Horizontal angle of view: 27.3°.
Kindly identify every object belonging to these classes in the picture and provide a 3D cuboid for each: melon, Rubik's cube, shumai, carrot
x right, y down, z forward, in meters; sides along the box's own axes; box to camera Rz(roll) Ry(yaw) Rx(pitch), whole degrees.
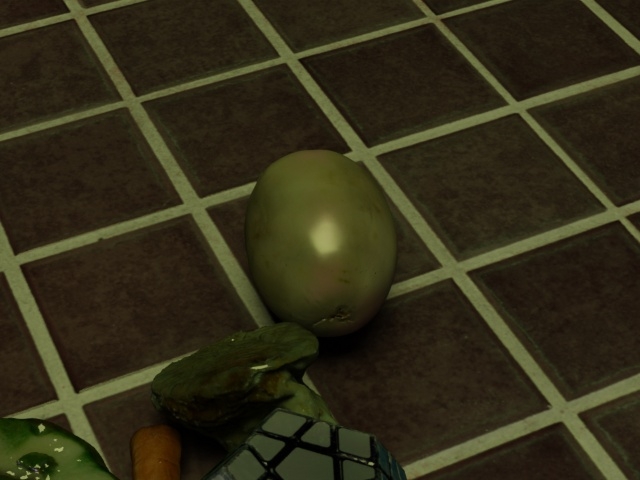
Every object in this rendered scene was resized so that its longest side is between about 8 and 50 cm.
[{"bbox_3d":[0.000,0.000,1.928,0.223,0.223,0.317,-7,42,-8],"label":"melon"},{"bbox_3d":[-0.028,0.352,1.519,0.264,0.319,0.319,-17,42,12],"label":"Rubik's cube"},{"bbox_3d":[-0.093,0.236,1.769,0.222,0.203,0.272,-24,14,-27],"label":"shumai"},{"bbox_3d":[-0.206,0.312,1.671,0.072,0.072,0.205,-5,26,-6],"label":"carrot"}]

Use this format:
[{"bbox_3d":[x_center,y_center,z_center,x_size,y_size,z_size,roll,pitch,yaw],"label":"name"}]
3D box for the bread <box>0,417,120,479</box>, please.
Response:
[{"bbox_3d":[-0.410,0.388,1.585,0.366,0.129,0.382,13,46,13],"label":"bread"}]
